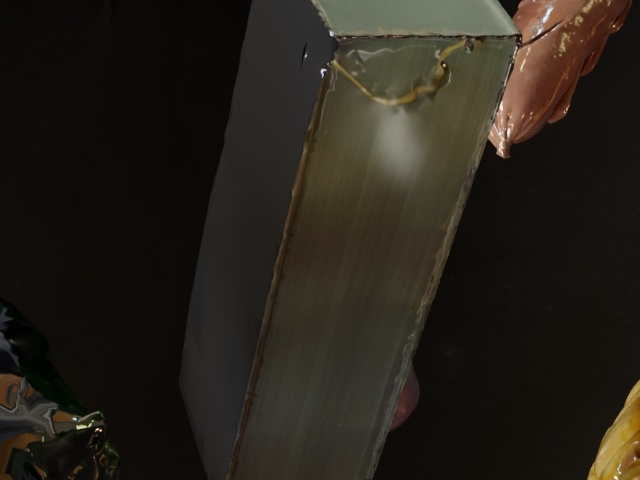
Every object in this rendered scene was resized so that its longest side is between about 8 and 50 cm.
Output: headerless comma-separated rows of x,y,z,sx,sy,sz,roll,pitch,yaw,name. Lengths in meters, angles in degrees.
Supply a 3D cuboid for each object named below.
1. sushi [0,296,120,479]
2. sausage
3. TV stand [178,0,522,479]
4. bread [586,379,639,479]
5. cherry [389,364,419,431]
-0.170,0.057,0.420,0.225,0.124,0.127,30,31,18,sushi
0.237,-0.228,1.144,0.088,0.088,0.433,39,57,-8,sausage
0.000,0.000,0.577,0.082,0.270,0.088,-2,41,-20,TV stand
0.254,0.172,0.836,0.132,0.294,0.167,-44,86,14,bread
0.026,0.132,1.399,0.140,0.176,0.176,-31,91,9,cherry
